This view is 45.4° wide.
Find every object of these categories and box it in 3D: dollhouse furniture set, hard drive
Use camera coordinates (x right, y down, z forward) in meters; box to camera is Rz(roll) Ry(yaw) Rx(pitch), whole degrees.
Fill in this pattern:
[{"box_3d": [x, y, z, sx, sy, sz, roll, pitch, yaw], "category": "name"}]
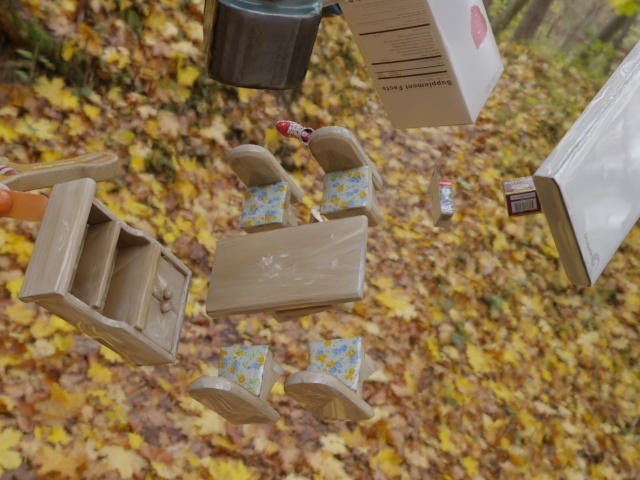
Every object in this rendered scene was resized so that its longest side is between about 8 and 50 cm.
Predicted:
[{"box_3d": [-0.139, 0.031, 1.006, 0.256, 0.394, 0.362, 50, 38, -51], "category": "dollhouse furniture set"}, {"box_3d": [0.473, -0.129, 1.219, 0.047, 0.233, 0.353, 16, 55, 47], "category": "hard drive"}]

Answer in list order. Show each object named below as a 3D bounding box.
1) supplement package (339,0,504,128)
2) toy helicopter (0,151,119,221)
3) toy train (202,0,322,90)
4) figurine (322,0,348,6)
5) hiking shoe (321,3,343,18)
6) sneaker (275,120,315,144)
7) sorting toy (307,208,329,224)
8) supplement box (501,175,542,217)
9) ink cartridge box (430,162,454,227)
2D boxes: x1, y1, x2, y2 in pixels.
[{"box_3d": [0.187, -0.370, 1.374, 0.175, 0.293, 0.177, 3, 47, 38], "category": "supplement package"}, {"box_3d": [-0.521, -0.103, 1.313, 0.355, 0.140, 0.235, -12, 24, -21], "category": "toy helicopter"}, {"box_3d": [-0.041, -0.297, 0.683, 0.142, 0.334, 0.190, 2, 49, -17], "category": "toy train"}, {"box_3d": [0.079, -0.430, 1.049, 0.209, 0.215, 0.092, 9, 7, 37], "category": "figurine"}, {"box_3d": [0.041, -0.664, 1.791, 0.132, 0.304, 0.113, 6, 4, 28], "category": "hiking shoe"}, {"box_3d": [-0.054, -0.257, 1.828, 0.118, 0.042, 0.067, 20, 5, -1], "category": "sneaker"}, {"box_3d": [0.000, 0.000, 1.346, 0.045, 0.083, 0.075, 6, 30, -22], "category": "sorting toy"}, {"box_3d": [0.328, -0.072, 1.250, 0.055, 0.043, 0.083, -10, 18, 11], "category": "supplement box"}, {"box_3d": [0.244, -0.090, 1.538, 0.029, 0.063, 0.115, 3, 65, -6], "category": "ink cartridge box"}]
